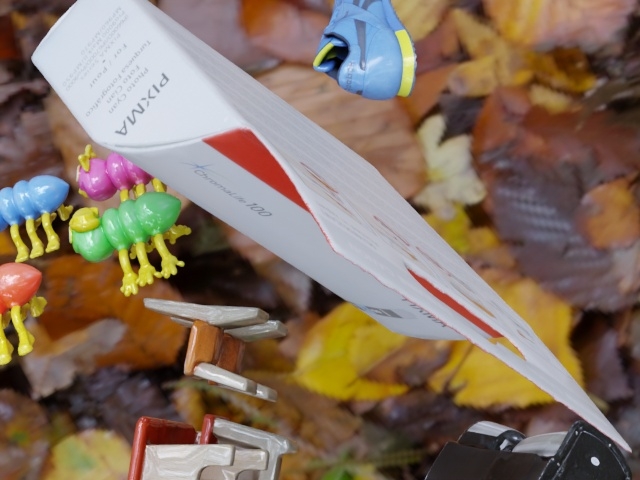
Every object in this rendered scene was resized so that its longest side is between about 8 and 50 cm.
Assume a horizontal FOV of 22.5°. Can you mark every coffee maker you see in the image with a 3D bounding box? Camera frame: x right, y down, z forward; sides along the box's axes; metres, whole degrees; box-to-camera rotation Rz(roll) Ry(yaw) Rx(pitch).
[{"bbox_3d":[0.185,0.251,1.572,0.178,0.171,0.120,-9,107,57],"label":"coffee maker"}]

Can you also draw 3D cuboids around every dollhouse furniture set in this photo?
[{"bbox_3d":[-0.112,0.187,1.284,0.135,0.259,0.262,7,82,12],"label":"dollhouse furniture set"}]

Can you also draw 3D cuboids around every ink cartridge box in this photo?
[{"bbox_3d":[0.000,0.000,1.066,0.091,0.308,0.385,-49,40,8],"label":"ink cartridge box"}]

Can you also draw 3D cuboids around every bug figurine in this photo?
[{"bbox_3d":[-0.206,-0.010,1.275,0.216,0.279,0.072,-21,112,5],"label":"bug figurine"}]

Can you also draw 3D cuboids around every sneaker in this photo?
[{"bbox_3d":[0.028,-0.195,1.520,0.082,0.209,0.069,-1,120,-12],"label":"sneaker"}]
